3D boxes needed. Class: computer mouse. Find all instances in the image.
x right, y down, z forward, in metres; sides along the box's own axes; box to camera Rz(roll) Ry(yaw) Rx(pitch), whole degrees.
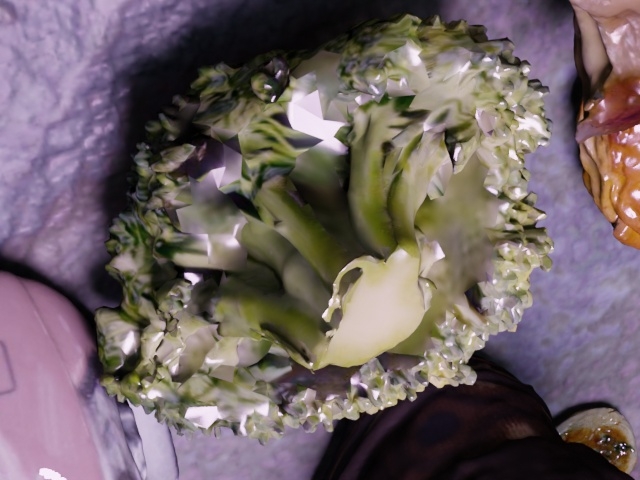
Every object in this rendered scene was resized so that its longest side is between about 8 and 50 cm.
[{"bbox_3d":[-0.157,0.199,0.662,0.200,0.115,0.389,-14,113,-12],"label":"computer mouse"}]

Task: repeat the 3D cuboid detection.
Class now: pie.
[{"bbox_3d":[0.173,0.148,0.836,0.085,0.017,0.085,-8,115,-18],"label":"pie"}]

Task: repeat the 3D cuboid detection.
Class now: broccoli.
[{"bbox_3d":[-0.002,0.000,0.608,0.226,0.176,0.198,-38,112,-27],"label":"broccoli"}]

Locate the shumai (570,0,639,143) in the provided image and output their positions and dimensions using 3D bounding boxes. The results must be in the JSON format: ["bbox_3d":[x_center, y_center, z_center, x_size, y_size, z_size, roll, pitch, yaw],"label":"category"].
[{"bbox_3d":[0.159,-0.141,0.590,0.161,0.153,0.209,-24,169,24],"label":"shumai"}]

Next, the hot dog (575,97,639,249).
[{"bbox_3d":[0.278,-0.067,0.717,0.259,0.114,0.175,3,124,11],"label":"hot dog"}]

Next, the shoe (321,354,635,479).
[{"bbox_3d":[0.057,0.272,0.717,0.171,0.237,0.384,20,104,-28],"label":"shoe"}]
